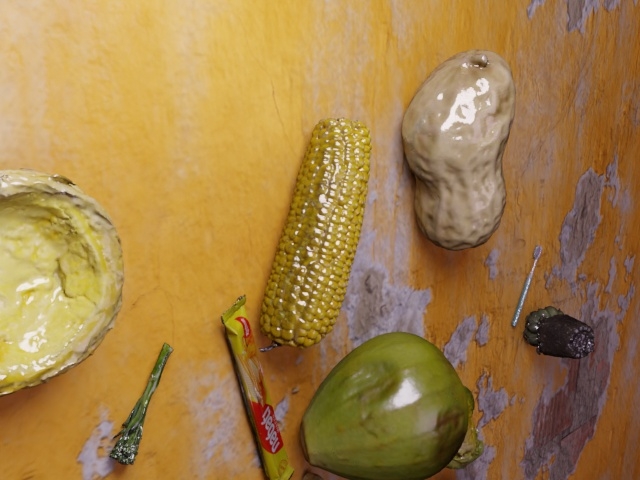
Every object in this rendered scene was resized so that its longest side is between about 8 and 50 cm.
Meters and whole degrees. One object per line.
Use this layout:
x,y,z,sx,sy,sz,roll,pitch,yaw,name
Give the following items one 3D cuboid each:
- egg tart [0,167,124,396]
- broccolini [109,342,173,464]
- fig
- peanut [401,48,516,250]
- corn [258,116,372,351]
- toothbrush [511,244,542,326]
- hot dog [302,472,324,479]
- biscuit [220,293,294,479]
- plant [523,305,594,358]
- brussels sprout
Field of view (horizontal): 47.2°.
-0.276,0.034,0.640,0.213,0.090,0.212,-19,117,-43,egg tart
-0.193,0.183,0.821,0.035,0.030,0.139,41,67,-53,broccolini
0.094,0.239,1.005,0.230,0.207,0.207,-21,116,-42,fig
0.190,-0.125,1.054,0.159,0.143,0.291,-5,114,-11,peanut
0.000,0.000,0.912,0.101,0.101,0.310,19,87,-47,corn
0.399,0.087,1.421,0.014,0.011,0.167,25,83,-42,toothbrush
-0.007,0.377,1.065,0.034,0.030,0.090,-13,111,-53,hot dog
-0.081,0.203,0.942,0.048,0.026,0.291,-50,135,-51,biscuit
0.459,0.183,1.424,0.092,0.143,0.094,-18,108,-22,plant
0.210,0.310,1.229,0.181,0.101,0.139,7,86,-46,brussels sprout
